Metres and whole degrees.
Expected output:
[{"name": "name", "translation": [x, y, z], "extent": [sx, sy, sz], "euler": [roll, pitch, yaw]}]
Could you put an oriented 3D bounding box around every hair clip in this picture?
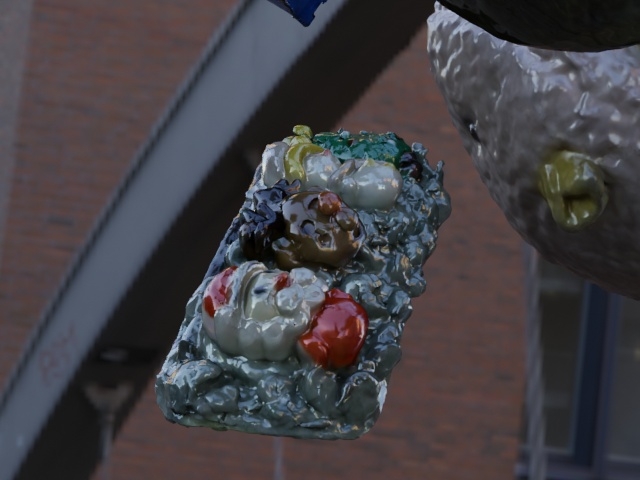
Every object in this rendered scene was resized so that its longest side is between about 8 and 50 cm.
[{"name": "hair clip", "translation": [0.000, -0.002, 0.967], "extent": [0.138, 0.091, 0.321], "euler": [6, 31, 9]}]

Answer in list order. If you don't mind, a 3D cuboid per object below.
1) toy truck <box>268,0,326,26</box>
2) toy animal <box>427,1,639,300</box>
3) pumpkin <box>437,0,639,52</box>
[{"name": "toy truck", "translation": [-0.057, -0.256, 1.116], "extent": [0.208, 0.113, 0.126], "euler": [45, -11, -32]}, {"name": "toy animal", "translation": [0.233, -0.056, 1.184], "extent": [0.358, 0.188, 0.226], "euler": [33, -2, -14]}, {"name": "pumpkin", "translation": [0.036, -0.164, 0.484], "extent": [0.312, 0.169, 0.148], "euler": [25, 3, 43]}]
